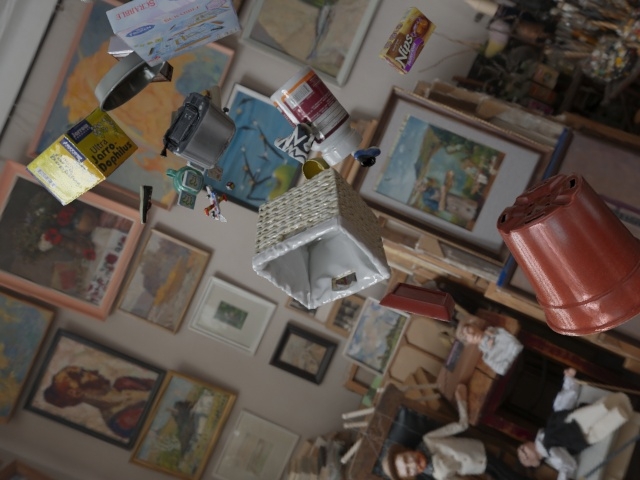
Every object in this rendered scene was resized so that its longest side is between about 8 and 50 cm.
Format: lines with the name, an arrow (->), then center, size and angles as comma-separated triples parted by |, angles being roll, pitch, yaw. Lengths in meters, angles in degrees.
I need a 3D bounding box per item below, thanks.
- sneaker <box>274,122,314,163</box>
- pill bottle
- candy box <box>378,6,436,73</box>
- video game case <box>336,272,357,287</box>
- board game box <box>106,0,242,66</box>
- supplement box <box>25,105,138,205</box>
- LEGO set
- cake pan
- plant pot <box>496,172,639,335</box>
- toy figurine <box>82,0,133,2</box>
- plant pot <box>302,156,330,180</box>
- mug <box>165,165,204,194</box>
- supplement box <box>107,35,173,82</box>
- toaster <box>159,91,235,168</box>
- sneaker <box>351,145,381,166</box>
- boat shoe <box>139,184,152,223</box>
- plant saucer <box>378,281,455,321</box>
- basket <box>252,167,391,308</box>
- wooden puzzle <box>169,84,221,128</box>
sneaker -> -0.096, -0.425, 2.190 | 0.153, 0.094, 0.235 | -57, 31, 8
pill bottle -> -0.009, -0.528, 2.262 | 0.224, 0.392, 0.224 | -38, 14, 12
candy box -> 0.292, -0.671, 1.775 | 0.187, 0.109, 0.053 | -58, 27, 3
video game case -> 0.085, 0.127, 2.312 | 0.201, 0.183, 0.023 | -103, 30, -42
board game box -> -0.399, -0.628, 1.512 | 0.318, 0.066, 0.318 | -23, 3, -1
supplement box -> -0.870, -0.299, 1.917 | 0.356, 0.195, 0.194 | -17, 32, 41
LEGO set -> -0.361, -0.172, 1.751 | 0.244, 0.060, 0.183 | 26, -106, -63
cake pan -> -0.647, -0.551, 1.786 | 0.293, 0.054, 0.293 | -40, 12, 10
plant pot -> 0.540, 0.016, 1.143 | 0.272, 0.265, 0.272 | -39, 10, 8
toy figurine -> -0.614, -0.791, 1.541 | 0.209, 0.213, 0.148 | -106, 12, -48
plant pot -> -0.006, -0.346, 2.534 | 0.095, 0.134, 0.134 | -46, -13, -42
mug -> -0.586, -0.258, 2.294 | 0.097, 0.157, 0.130 | 160, 101, -69
supplement box -> -0.710, -0.719, 2.103 | 0.239, 0.130, 0.073 | 38, -123, -67
toaster -> -0.358, -0.312, 1.567 | 0.146, 0.129, 0.227 | 27, -84, -48
sneaker -> 0.197, -0.325, 2.078 | 0.152, 0.085, 0.058 | -6, -37, -45
boat shoe -> -0.583, -0.119, 1.764 | 0.049, 0.042, 0.133 | 28, 113, 56
plant saucer -> 0.367, 0.217, 1.960 | 0.259, 0.258, 0.048 | -21, -58, -71
basket -> 0.000, 0.000, 1.691 | 0.328, 0.331, 0.266 | -25, 48, 23
wooden puzzle -> -0.515, -0.534, 2.153 | 0.238, 0.044, 0.221 | -26, 41, 11
